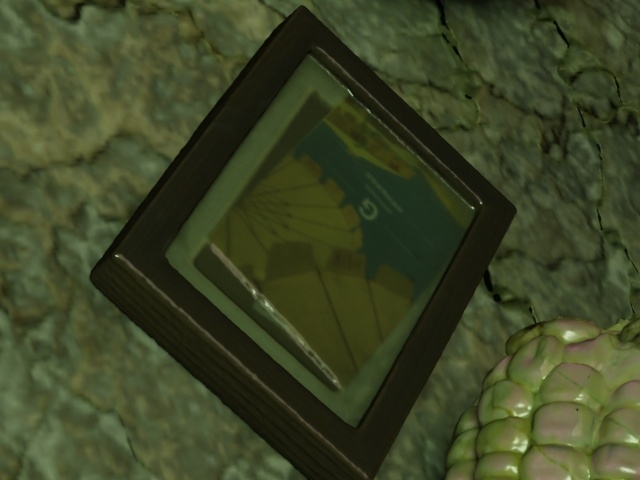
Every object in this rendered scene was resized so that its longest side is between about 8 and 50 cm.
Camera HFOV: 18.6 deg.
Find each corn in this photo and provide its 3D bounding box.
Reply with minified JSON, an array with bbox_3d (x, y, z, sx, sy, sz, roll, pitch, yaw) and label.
[{"bbox_3d":[0.081,0.171,0.662,0.127,0.127,0.335,34,50,-20],"label":"corn"}]

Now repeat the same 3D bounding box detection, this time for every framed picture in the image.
[{"bbox_3d":[0.000,0.000,0.761,0.128,0.023,0.168,43,45,-11],"label":"framed picture"}]
